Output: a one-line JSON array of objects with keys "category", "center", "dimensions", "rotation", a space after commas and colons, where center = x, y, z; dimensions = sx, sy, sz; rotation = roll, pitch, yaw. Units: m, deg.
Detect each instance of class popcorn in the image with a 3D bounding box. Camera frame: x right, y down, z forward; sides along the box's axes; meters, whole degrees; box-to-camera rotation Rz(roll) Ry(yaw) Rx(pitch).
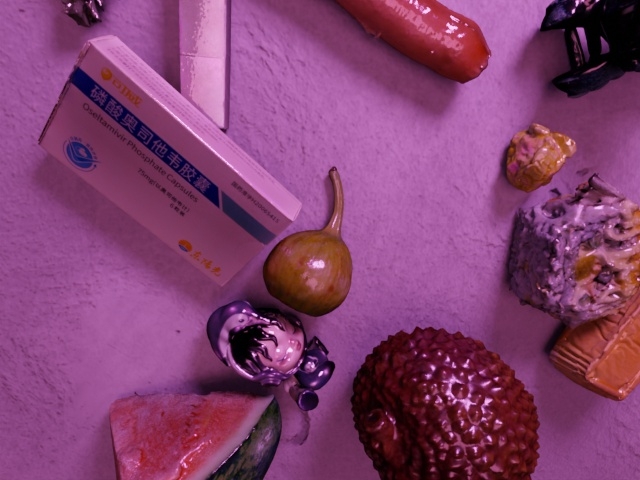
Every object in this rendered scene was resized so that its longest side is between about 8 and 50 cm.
[{"category": "popcorn", "center": [0.359, -0.132, 0.721], "dimensions": [0.089, 0.097, 0.109], "rotation": [17, 116, -8]}]

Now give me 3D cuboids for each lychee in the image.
[{"category": "lychee", "center": [0.203, 0.291, 0.716], "dimensions": [0.330, 0.306, 0.306], "rotation": [1, 107, -34]}]

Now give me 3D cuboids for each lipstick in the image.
[{"category": "lipstick", "center": [-0.164, -0.325, 0.623], "dimensions": [0.068, 0.066, 0.317], "rotation": [2, 105, -6]}]

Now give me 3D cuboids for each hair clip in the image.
[{"category": "hair clip", "center": [0.498, -0.334, 0.622], "dimensions": [0.310, 0.206, 0.194], "rotation": [-23, 105, 0]}]

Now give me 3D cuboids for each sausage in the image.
[{"category": "sausage", "center": [0.071, -0.366, 0.628], "dimensions": [0.419, 0.094, 0.094], "rotation": [29, 130, -13]}]

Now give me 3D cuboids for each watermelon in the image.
[{"category": "watermelon", "center": [-0.231, 0.400, 0.739], "dimensions": [0.293, 0.283, 0.250], "rotation": [3, 109, 38]}]

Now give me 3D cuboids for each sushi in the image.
[{"category": "sushi", "center": [0.437, 0.017, 0.747], "dimensions": [0.184, 0.139, 0.274], "rotation": [-2, 102, -9]}]

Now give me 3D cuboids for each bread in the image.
[{"category": "bread", "center": [0.573, 0.162, 0.811], "dimensions": [0.153, 0.119, 0.288], "rotation": [31, 99, -10]}]

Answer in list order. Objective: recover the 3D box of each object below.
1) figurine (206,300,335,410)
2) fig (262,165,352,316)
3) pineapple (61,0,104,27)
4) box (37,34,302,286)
[{"category": "figurine", "center": [-0.091, 0.183, 0.748], "dimensions": [0.222, 0.145, 0.145], "rotation": [42, 97, -16]}, {"category": "fig", "center": [0.000, 0.000, 0.721], "dimensions": [0.149, 0.149, 0.245], "rotation": [23, 82, -12]}, {"category": "pineapple", "center": [-0.302, -0.388, 0.577], "dimensions": [0.108, 0.108, 0.197], "rotation": [22, 108, -12]}, {"category": "box", "center": [-0.218, -0.098, 0.641], "dimensions": [0.343, 0.065, 0.200], "rotation": [41, 123, -14]}]
